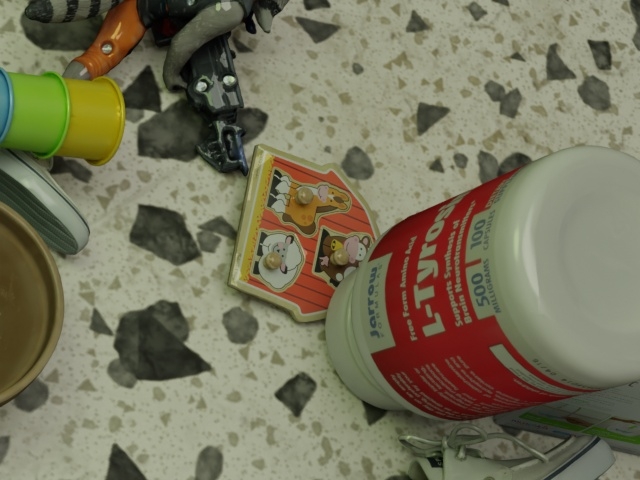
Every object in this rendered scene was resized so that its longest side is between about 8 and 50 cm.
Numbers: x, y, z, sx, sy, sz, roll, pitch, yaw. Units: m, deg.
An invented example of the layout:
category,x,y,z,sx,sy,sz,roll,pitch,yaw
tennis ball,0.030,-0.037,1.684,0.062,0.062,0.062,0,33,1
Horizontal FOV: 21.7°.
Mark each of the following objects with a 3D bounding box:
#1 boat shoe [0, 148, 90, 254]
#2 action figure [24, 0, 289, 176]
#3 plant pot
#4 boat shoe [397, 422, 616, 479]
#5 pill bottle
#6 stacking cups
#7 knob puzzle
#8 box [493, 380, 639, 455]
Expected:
category,x,y,z,sx,sy,sz,roll,pitch,yaw
boat shoe,-0.315,-0.084,1.748,0.226,0.083,0.076,43,58,-1
action figure,-0.167,-0.232,1.830,0.330,0.178,0.341,-19,82,-20
plant pot,-0.378,0.072,1.633,0.237,0.110,0.237,9,64,-20
boat shoe,0.141,0.265,1.783,0.367,0.136,0.156,-27,77,-22
pill bottle,0.175,0.061,1.702,0.229,0.408,0.229,8,73,-27
stacking cups,-0.347,-0.127,1.639,0.316,0.096,0.096,2,66,-40
knob puzzle,0.000,0.000,1.866,0.213,0.030,0.213,9,73,-31
box,0.363,0.147,1.869,0.262,0.231,0.126,14,62,-18
